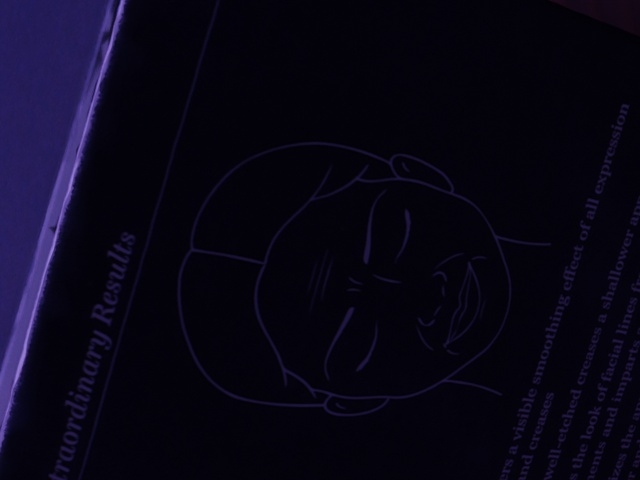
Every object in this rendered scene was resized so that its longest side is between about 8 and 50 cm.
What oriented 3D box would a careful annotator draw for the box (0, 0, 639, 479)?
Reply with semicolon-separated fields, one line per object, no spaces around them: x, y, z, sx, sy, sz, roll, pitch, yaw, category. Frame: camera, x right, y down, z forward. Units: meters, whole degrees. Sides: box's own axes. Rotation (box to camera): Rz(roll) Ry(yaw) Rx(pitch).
0.000;0.000;0.705;0.212;0.395;0.293;26;100;53;box
